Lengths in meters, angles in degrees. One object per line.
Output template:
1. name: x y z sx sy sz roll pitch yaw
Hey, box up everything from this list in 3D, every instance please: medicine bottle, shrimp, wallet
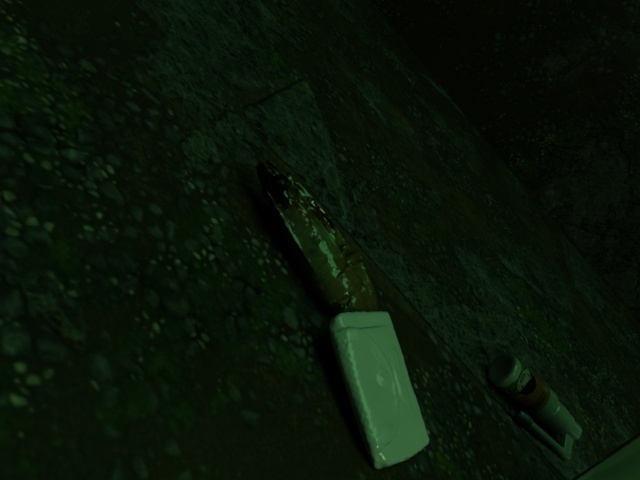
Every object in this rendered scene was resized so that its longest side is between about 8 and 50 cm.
1. medicine bottle: 0.378 0.294 1.065 0.220 0.061 0.092 40 54 -21
2. shrimp: -0.001 0.000 0.830 0.267 0.061 0.145 50 27 -4
3. wallet: 0.073 0.173 0.737 0.124 0.032 0.183 6 61 -51

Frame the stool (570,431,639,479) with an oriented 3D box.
1. stool: 0.444 0.372 0.763 0.170 0.269 0.243 54 0 8
